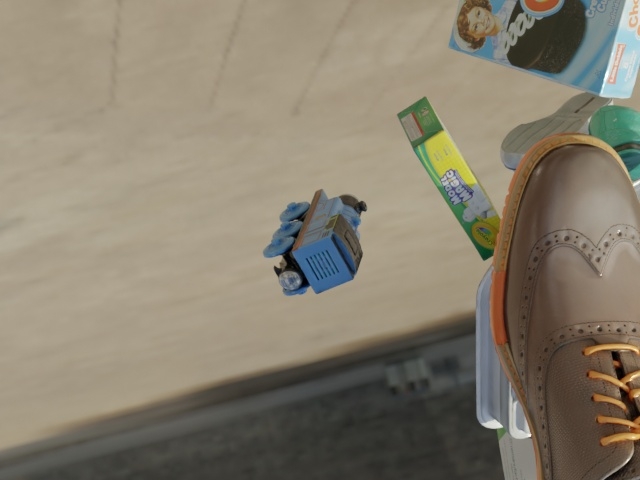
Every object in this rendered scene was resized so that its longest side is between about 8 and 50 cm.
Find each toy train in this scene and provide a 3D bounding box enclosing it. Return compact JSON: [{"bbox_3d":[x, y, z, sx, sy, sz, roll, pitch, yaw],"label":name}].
[{"bbox_3d":[0.000,0.000,1.873,0.105,0.080,0.184,-20,-159,20],"label":"toy train"}]

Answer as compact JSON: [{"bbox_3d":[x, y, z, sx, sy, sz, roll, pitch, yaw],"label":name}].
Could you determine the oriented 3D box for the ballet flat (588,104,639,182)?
[{"bbox_3d":[0.385,-0.099,1.823,0.083,0.087,0.247,-24,151,29],"label":"ballet flat"}]

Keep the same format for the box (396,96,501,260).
[{"bbox_3d":[0.148,-0.057,1.664,0.043,0.179,0.105,-33,-155,8],"label":"box"}]

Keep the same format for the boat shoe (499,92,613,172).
[{"bbox_3d":[0.298,-0.113,1.919,0.083,0.076,0.226,13,-150,39],"label":"boat shoe"}]

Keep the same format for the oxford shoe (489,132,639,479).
[{"bbox_3d":[0.198,0.106,1.038,0.130,0.364,0.133,-7,179,-12],"label":"oxford shoe"}]

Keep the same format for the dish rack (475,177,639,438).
[{"bbox_3d":[0.318,0.071,1.686,0.333,0.072,0.285,-26,139,-20],"label":"dish rack"}]

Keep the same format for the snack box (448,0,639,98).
[{"bbox_3d":[0.243,-0.311,1.471,0.187,0.322,0.060,24,-164,40],"label":"snack box"}]

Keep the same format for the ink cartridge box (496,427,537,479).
[{"bbox_3d":[0.306,0.243,1.916,0.093,0.154,0.212,-11,-177,-27],"label":"ink cartridge box"}]
